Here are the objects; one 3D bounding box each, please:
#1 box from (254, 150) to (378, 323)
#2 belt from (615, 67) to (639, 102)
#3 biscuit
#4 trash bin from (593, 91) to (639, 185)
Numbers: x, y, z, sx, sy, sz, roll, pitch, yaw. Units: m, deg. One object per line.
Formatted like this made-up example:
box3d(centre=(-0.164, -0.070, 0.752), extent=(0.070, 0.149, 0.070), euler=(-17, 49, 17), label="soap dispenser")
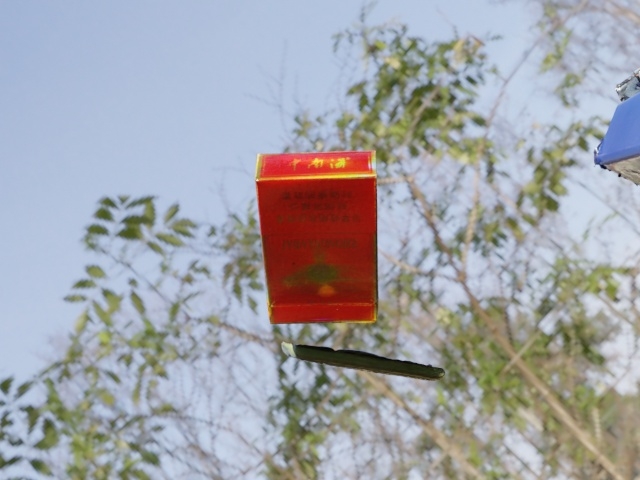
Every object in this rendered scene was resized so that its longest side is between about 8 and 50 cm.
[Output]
box3d(centre=(-0.001, -0.001, 1.828), extent=(0.198, 0.089, 0.313), euler=(-2, -54, 1), label="box")
box3d(centre=(0.680, -0.319, 2.045), extent=(0.218, 0.122, 0.128), euler=(-38, -64, -5), label="belt")
box3d(centre=(0.082, 0.231, 2.050), extent=(0.099, 0.323, 0.038), euler=(169, 110, -70), label="biscuit")
box3d(centre=(0.513, -0.145, 1.557), extent=(0.184, 0.163, 0.234), euler=(-65, 11, -10), label="trash bin")
